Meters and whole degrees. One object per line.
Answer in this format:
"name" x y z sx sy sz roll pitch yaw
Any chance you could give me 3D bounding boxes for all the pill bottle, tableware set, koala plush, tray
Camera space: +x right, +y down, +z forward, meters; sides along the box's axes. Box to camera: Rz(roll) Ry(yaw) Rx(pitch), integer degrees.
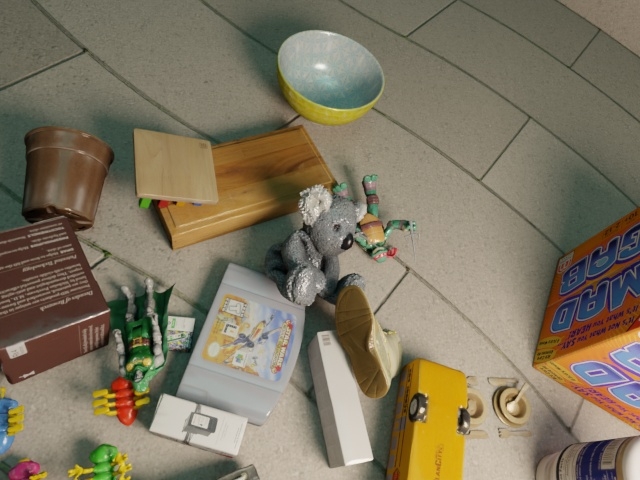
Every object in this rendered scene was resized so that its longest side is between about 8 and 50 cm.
"pill bottle" 0.536 0.452 0.845 0.153 0.265 0.153 6 61 -11
"tableware set" 0.372 0.355 0.982 0.194 0.039 0.128 5 61 -14
"koala plush" 0.000 0.000 0.941 0.196 0.221 0.203 12 16 -42
"tray" -0.182 -0.139 1.077 0.411 0.076 0.203 -19 69 -26

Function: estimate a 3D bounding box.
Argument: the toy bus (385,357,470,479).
"toy bus" 0.196 0.397 0.854 0.108 0.130 0.333 20 58 -6

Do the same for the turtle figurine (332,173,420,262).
"turtle figurine" 0.121 -0.034 1.080 0.175 0.118 0.234 -13 72 -27

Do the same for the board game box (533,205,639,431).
"board game box" 0.770 0.180 1.009 0.356 0.356 0.356 31 58 2

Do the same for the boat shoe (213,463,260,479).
"boat shoe" -0.247 0.448 0.720 0.335 0.121 0.119 -3 54 -30

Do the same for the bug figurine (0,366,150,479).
"bug figurine" -0.419 0.327 0.747 0.279 0.072 0.216 -7 58 -14

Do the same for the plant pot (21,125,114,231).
"plant pot" -0.516 -0.115 0.923 0.167 0.167 0.165 3 68 -15

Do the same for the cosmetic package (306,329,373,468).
"cosmetic package" 0.032 0.302 0.880 0.060 0.099 0.239 -3 63 -21

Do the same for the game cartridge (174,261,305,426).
"game cartridge" -0.139 0.198 0.911 0.198 0.062 0.297 17 57 -2

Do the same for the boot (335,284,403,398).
"boot" 0.104 0.189 0.919 0.165 0.077 0.213 0 71 -67

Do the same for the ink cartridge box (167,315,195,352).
"ink cartridge box" -0.307 0.179 0.888 0.115 0.029 0.063 8 59 -12

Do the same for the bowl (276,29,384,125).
"bowl" 0.011 -0.407 1.232 0.289 0.156 0.289 7 60 -13

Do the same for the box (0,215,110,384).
"box" -0.486 0.100 0.787 0.167 0.168 0.203 -21 69 -36

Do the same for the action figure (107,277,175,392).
"action figure" -0.323 0.169 0.820 0.137 0.063 0.232 -20 45 -6

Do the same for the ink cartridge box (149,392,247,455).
"ink cartridge box" -0.211 0.322 0.789 0.150 0.109 0.063 18 60 -6

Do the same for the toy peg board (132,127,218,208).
"toy peg board" -0.314 -0.137 0.963 0.160 0.079 0.161 4 60 -32
